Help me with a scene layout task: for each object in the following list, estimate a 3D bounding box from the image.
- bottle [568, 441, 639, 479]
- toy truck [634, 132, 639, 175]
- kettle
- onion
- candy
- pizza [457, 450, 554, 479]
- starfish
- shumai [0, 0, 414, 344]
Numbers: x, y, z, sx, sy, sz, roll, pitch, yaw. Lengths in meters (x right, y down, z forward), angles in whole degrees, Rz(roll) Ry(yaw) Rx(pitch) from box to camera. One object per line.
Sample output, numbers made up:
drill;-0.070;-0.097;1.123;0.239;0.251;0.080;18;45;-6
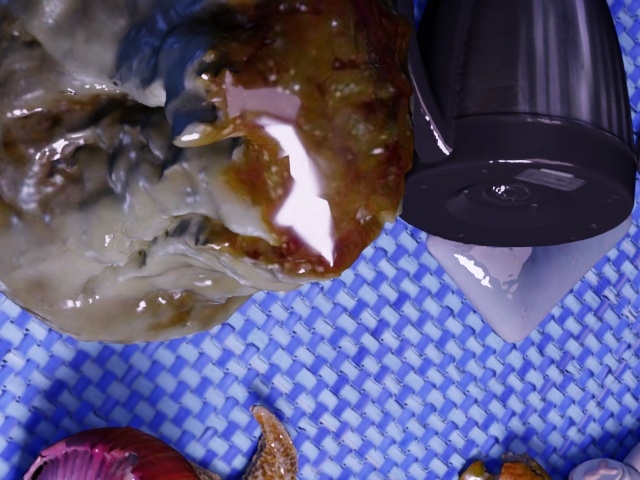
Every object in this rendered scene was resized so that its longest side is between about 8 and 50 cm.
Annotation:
bottle;0.332;0.249;1.829;0.236;0.147;0.148;-21;110;-14
toy truck;0.415;-0.097;1.812;0.224;0.147;0.165;34;60;-26
kettle;0.146;-0.155;1.621;0.250;0.207;0.271;9;70;-12
onion;-0.149;0.258;1.539;0.163;0.230;0.230;-1;102;-53
candy;0.190;-0.010;1.735;0.174;0.071;0.138;-45;108;-13
pizza;0.151;0.308;1.762;0.147;0.069;0.226;38;82;13
starfish;-0.062;0.264;1.652;0.277;0.062;0.236;21;84;-18
shumai;-0.080;-0.092;1.435;0.324;0.323;0.398;18;91;-31
